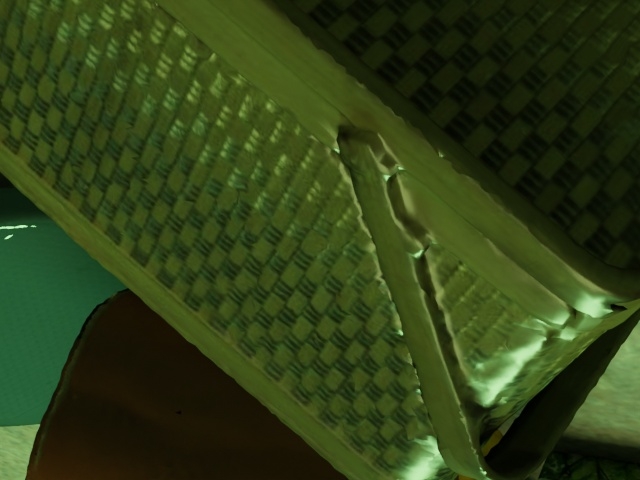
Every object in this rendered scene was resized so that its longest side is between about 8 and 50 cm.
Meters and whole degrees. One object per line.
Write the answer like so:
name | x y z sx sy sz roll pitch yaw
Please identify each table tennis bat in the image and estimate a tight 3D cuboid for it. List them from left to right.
table tennis bat | -0.146 0.061 0.930 0.215 0.044 0.329 -28 146 16

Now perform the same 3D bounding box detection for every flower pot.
flower pot | -0.028 0.125 0.825 0.173 0.190 0.190 9 153 22

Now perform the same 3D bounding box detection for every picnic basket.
picnic basket | 0.001 -0.074 0.452 0.267 0.165 0.139 41 145 5

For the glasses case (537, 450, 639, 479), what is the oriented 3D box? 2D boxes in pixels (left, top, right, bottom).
glasses case | 0.266 0.201 0.982 0.272 0.062 0.095 6 107 17

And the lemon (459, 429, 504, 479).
lemon | 0.045 0.149 0.959 0.187 0.142 0.142 21 155 16
